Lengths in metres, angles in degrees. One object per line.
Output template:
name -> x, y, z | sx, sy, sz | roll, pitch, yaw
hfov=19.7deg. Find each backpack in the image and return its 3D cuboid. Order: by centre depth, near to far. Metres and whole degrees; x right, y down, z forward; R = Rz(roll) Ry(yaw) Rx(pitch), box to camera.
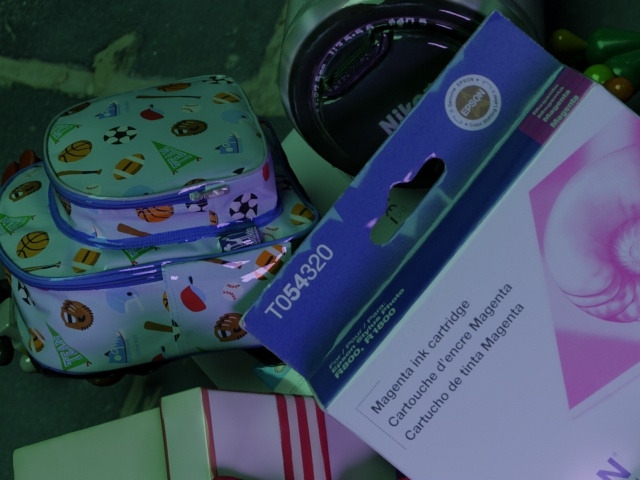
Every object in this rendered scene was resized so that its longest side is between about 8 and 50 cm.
backpack -> -0.140, -0.004, 1.534 | 0.263, 0.213, 0.276 | -19, 27, -4

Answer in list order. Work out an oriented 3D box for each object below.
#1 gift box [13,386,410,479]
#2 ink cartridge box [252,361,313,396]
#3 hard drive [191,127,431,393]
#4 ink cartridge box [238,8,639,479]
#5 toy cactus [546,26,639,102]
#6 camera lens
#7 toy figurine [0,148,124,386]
gift box -> -0.062, 0.267, 1.455 | 0.258, 0.255, 0.276 | -21, 75, 37
ink cartridge box -> 0.018, 0.120, 1.581 | 0.122, 0.052, 0.088 | 41, 95, 16
hard drive -> 0.000, 0.000, 1.688 | 0.318, 0.040, 0.210 | -50, 49, 5
ink cartridge box -> 0.160, 0.048, 1.402 | 0.330, 0.071, 0.324 | 38, 94, -4
toy cactus -> 0.275, -0.140, 1.530 | 0.180, 0.112, 0.219 | -37, 22, -14
camera lens -> 0.081, -0.197, 1.572 | 0.219, 0.219, 0.274 | -24, 37, 25
toy figurine -> -0.236, 0.032, 1.752 | 0.209, 0.148, 0.213 | 9, 70, 54
